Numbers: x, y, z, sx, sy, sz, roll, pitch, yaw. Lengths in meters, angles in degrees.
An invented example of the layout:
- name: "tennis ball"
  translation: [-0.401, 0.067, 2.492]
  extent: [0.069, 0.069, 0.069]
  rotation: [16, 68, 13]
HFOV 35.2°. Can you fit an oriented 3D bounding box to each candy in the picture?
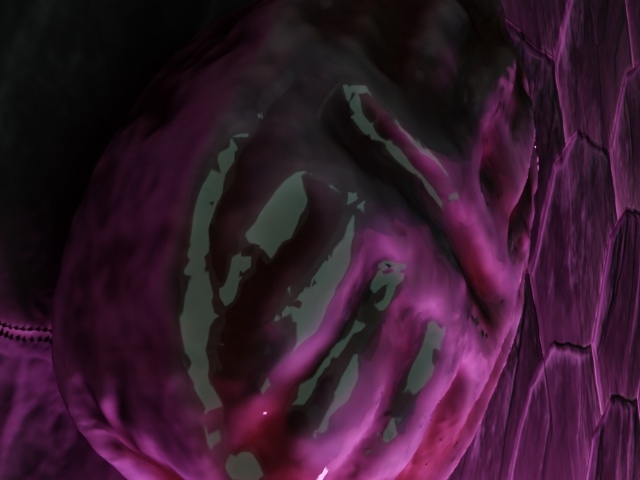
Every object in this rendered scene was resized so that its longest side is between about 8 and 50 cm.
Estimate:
- name: "candy"
  translation: [0.000, 0.000, 0.479]
  extent: [0.214, 0.157, 0.290]
  rotation: [48, 55, -29]
